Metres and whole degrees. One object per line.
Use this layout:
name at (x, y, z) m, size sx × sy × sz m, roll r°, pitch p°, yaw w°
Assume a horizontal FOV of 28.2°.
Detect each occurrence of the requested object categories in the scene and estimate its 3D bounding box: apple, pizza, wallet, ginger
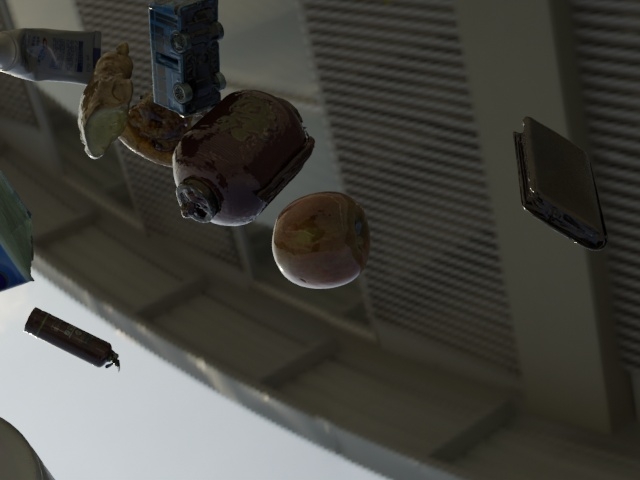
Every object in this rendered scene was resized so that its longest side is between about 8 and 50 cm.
apple at (0.000, 0.000, 2.431) m, size 0.173 × 0.188 × 0.188 m, roll -7°, pitch -155°, yaw 17°
pizza at (-0.253, -0.225, 2.189) m, size 0.154 × 0.194 × 0.069 m, roll 29°, pitch -175°, yaw -8°
wallet at (0.274, -0.068, 1.466) m, size 0.031 × 0.110 × 0.198 m, roll -53°, pitch -166°, yaw 28°
ginger at (-0.325, -0.209, 1.917) m, size 0.137 × 0.074 × 0.213 m, roll -53°, pitch -154°, yaw 21°

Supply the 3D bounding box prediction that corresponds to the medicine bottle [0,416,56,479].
medicine bottle at (-0.397, 0.337, 1.500) m, size 0.202 × 0.316 × 0.202 m, roll 0°, pitch -116°, yaw 1°

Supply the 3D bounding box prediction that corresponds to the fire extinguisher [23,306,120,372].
fire extinguisher at (-0.370, 0.153, 1.931) m, size 0.158 × 0.043 × 0.064 m, roll 27°, pitch -163°, yaw -4°

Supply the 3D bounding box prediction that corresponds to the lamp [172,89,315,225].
lamp at (-0.120, -0.124, 1.953) m, size 0.180 × 0.180 × 0.258 m, roll 6°, pitch -137°, yaw 37°

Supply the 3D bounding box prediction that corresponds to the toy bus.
toy bus at (-0.217, -0.302, 2.036) m, size 0.090 × 0.185 × 0.106 m, roll -24°, pitch -144°, yaw -38°

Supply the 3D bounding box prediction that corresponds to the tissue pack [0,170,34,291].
tissue pack at (-0.497, -0.011, 1.486) m, size 0.263 × 0.198 × 0.146 m, roll -20°, pitch -139°, yaw 4°

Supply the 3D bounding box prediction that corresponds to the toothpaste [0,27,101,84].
toothpaste at (-0.452, -0.303, 2.084) m, size 0.061 × 0.096 × 0.266 m, roll 8°, pitch -172°, yaw 32°
